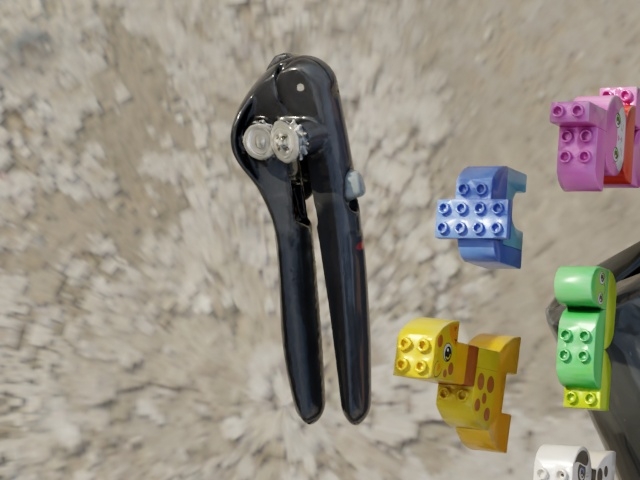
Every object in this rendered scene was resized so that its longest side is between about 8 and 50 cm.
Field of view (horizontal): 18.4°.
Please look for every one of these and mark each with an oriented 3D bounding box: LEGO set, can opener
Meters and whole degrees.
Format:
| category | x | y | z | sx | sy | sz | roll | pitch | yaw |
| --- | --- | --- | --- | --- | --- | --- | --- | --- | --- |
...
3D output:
| category | x | y | z | sx | sy | sz | roll | pitch | yaw |
| --- | --- | --- | --- | --- | --- | --- | --- | --- | --- |
| LEGO set | 0.085 | 0.034 | 0.904 | 0.087 | 0.093 | 0.227 | 0 | 82 | 30 |
| can opener | 0.000 | 0.000 | 0.958 | 0.059 | 0.073 | 0.186 | -7 | 95 | 33 |

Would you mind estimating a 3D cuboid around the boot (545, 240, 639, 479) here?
| category | x | y | z | sx | sy | sz | roll | pitch | yaw |
| --- | --- | --- | --- | --- | --- | --- | --- | --- | --- |
| boot | 0.223 | 0.225 | 1.029 | 0.146 | 0.367 | 0.445 | -5 | 107 | 41 |
